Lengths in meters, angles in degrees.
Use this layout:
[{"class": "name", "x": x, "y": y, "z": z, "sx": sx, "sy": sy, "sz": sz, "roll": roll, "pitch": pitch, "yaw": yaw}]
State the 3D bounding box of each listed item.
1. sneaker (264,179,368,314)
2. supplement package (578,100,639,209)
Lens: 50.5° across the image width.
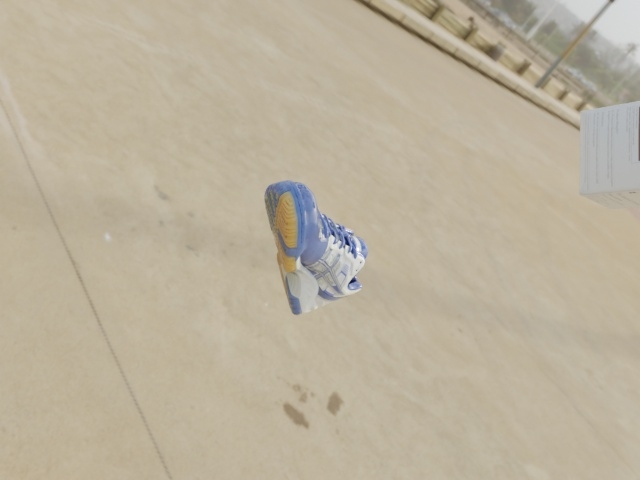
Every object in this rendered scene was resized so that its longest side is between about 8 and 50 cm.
[{"class": "sneaker", "x": 0.000, "y": 0.000, "z": 0.960, "sx": 0.296, "sy": 0.130, "sz": 0.112, "roll": 85, "pitch": -11, "yaw": -62}, {"class": "supplement package", "x": 0.522, "y": -0.128, "z": 0.984, "sx": 0.139, "sy": 0.244, "sz": 0.134, "roll": 11, "pitch": 80, "yaw": -45}]
